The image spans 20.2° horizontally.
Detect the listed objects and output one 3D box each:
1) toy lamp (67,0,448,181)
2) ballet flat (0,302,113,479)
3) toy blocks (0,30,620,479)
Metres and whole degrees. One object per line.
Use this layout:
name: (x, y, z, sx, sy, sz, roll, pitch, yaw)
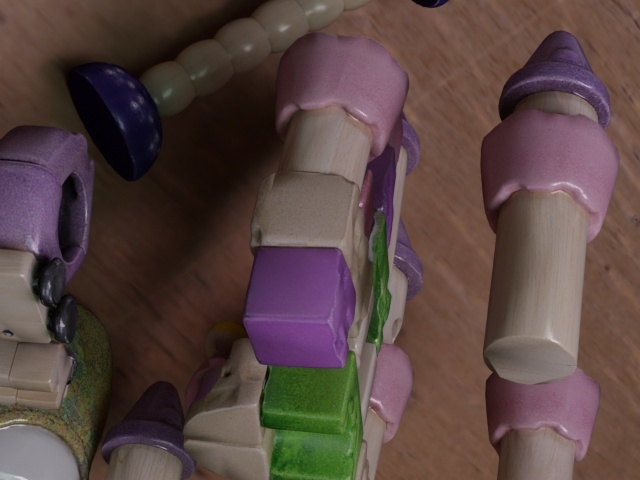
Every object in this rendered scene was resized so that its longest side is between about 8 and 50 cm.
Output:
toy lamp: (-0.010, -0.132, 1.015, 0.274, 0.080, 0.080, -30, 122, -19)
ballet flat: (-0.214, 0.193, 0.982, 0.348, 0.123, 0.123, -51, 126, -7)
toy blocks: (0.000, 0.000, 0.957, 0.288, 0.309, 0.260, 82, 15, -55)
